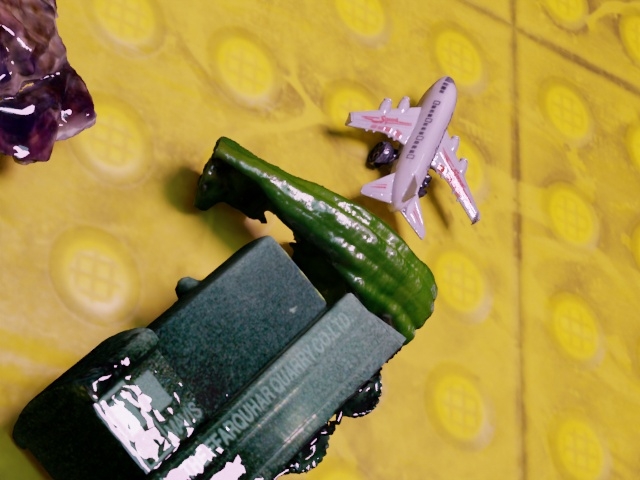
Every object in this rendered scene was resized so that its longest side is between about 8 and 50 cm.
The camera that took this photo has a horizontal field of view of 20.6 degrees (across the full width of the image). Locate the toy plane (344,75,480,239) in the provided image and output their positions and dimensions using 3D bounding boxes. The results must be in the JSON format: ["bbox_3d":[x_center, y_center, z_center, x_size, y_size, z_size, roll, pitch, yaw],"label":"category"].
[{"bbox_3d":[0.091,-0.087,1.648,0.162,0.065,0.171,37,47,-20],"label":"toy plane"}]

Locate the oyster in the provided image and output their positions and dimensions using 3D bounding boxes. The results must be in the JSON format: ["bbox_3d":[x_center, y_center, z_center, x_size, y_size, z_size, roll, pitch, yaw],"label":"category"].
[{"bbox_3d":[-0.296,-0.168,1.321,0.275,0.100,0.271,41,28,0],"label":"oyster"}]

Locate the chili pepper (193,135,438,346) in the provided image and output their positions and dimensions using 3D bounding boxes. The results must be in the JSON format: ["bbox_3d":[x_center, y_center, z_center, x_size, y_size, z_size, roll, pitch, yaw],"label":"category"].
[{"bbox_3d":[-0.001,0.001,1.497,0.253,0.099,0.083,38,49,-19],"label":"chili pepper"}]

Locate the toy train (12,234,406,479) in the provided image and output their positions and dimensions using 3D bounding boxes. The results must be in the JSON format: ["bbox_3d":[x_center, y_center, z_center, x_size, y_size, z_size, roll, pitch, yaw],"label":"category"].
[{"bbox_3d":[-0.080,0.120,1.345,0.178,0.138,0.330,50,44,-2],"label":"toy train"}]
